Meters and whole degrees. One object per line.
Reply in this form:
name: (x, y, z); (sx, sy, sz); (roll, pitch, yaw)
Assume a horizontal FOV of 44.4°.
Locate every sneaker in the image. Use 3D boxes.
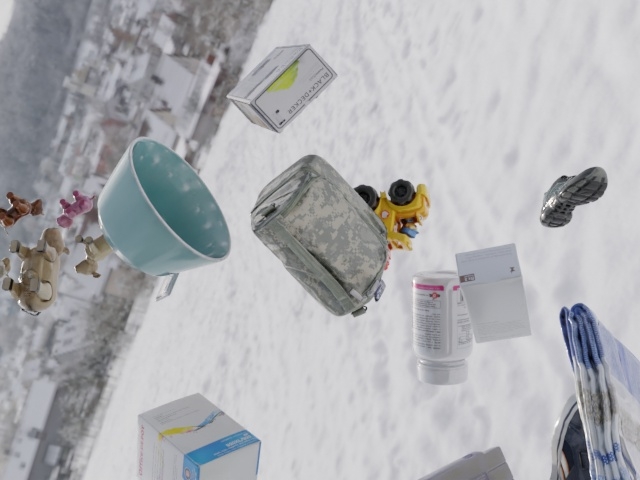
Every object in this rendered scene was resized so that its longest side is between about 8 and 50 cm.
sneaker: (0.643, -0.132, 2.029); (0.267, 0.101, 0.106); (124, 154, -60)
sneaker: (0.513, 0.449, 1.498); (0.127, 0.126, 0.320); (25, 114, 52)

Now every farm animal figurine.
farm animal figurine: (-0.657, 0.037, 1.928); (0.172, 0.331, 0.326); (75, -147, -67)

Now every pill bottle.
pill bottle: (0.320, 0.227, 2.064); (0.160, 0.161, 0.282); (-162, 70, -71)

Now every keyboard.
keyboard: (-0.316, 0.024, 1.796); (0.072, 0.014, 0.256); (-31, 34, 52)

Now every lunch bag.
lunch bag: (0.000, 0.000, 1.690); (0.213, 0.305, 0.256); (-36, 17, 22)

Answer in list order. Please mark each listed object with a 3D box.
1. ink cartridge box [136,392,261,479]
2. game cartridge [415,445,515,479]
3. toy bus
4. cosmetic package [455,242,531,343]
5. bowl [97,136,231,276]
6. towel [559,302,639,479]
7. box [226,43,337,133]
ink cartridge box: (-0.271, 0.475, 1.712); (0.233, 0.168, 0.171); (26, 117, 40)
game cartridge: (0.271, 0.552, 1.508); (0.068, 0.355, 0.230); (-42, 66, 43)
toy bus: (0.166, -0.027, 1.923); (0.149, 0.220, 0.211); (51, -147, -66)
cosmetic package: (0.337, 0.107, 1.517); (0.231, 0.118, 0.085); (66, -162, -50)
bowl: (-0.348, -0.046, 1.662); (0.163, 0.311, 0.311); (-35, 31, 16)
towel: (0.267, 0.206, 0.616); (0.034, 0.209, 0.285); (-27, 42, 30)
box: (-0.087, -0.321, 1.637); (0.169, 0.087, 0.290); (-45, 20, -1)
